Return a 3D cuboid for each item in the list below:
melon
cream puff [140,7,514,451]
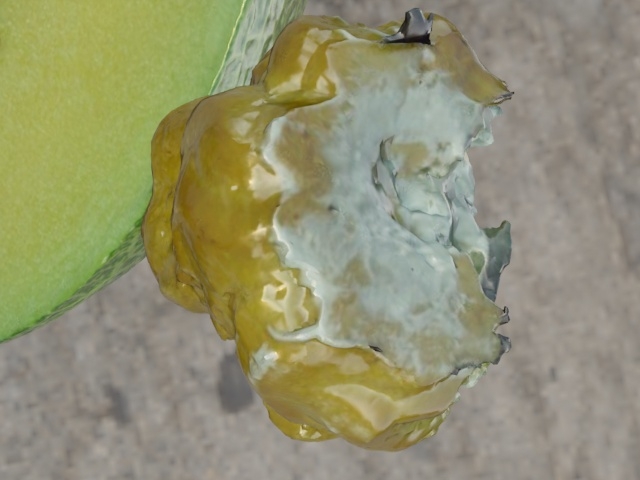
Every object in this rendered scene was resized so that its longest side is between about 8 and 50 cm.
[{"bbox_3d":[-0.154,-0.086,1.145,0.226,0.344,0.331,15,21,-24],"label":"melon"},{"bbox_3d":[0.000,0.000,0.655,0.121,0.156,0.156,3,71,-17],"label":"cream puff"}]
